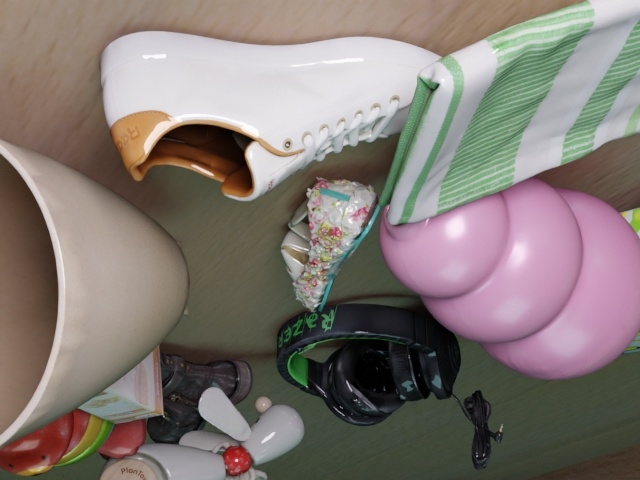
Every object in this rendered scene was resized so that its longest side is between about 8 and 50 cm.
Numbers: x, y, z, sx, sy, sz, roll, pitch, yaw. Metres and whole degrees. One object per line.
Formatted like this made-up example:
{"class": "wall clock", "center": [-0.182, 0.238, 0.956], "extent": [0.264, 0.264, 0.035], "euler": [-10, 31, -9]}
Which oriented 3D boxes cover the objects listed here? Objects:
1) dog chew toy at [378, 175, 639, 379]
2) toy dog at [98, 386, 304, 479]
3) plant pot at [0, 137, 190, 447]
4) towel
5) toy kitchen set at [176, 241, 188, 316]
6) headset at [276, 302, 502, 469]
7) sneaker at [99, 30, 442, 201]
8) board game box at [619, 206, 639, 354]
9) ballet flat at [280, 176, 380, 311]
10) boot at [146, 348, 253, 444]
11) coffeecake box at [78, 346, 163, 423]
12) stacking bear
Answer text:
{"class": "dog chew toy", "center": [0.190, 0.022, 0.985], "extent": [0.331, 0.207, 0.206], "euler": [22, 143, -40]}
{"class": "toy dog", "center": [-0.204, 0.306, 1.424], "extent": [0.333, 0.161, 0.220], "euler": [-11, 149, -44]}
{"class": "plant pot", "center": [-0.237, 0.039, 0.840], "extent": [0.256, 0.257, 0.274], "euler": [-19, 172, 23]}
{"class": "towel", "center": [0.212, -0.116, 0.766], "extent": [0.324, 0.038, 0.248], "euler": [-18, 159, -12]}
{"class": "toy kitchen set", "center": [-0.192, 0.044, 1.025], "extent": [0.068, 0.083, 0.075], "euler": [-23, 154, 30]}
{"class": "headset", "center": [0.114, 0.215, 1.427], "extent": [0.394, 0.185, 0.243], "euler": [24, 143, -35]}
{"class": "sneaker", "center": [-0.018, -0.082, 0.740], "extent": [0.290, 0.123, 0.106], "euler": [-3, 155, -19]}
{"class": "board game box", "center": [0.386, 0.048, 1.134], "extent": [0.275, 0.142, 0.144], "euler": [-18, 157, 41]}
{"class": "ballet flat", "center": [0.000, 0.000, 1.027], "extent": [0.077, 0.091, 0.241], "euler": [24, 149, -1]}
{"class": "boot", "center": [-0.255, 0.229, 1.465], "extent": [0.229, 0.091, 0.263], "euler": [14, 138, -43]}
{"class": "coffeecake box", "center": [-0.248, 0.122, 1.117], "extent": [0.068, 0.142, 0.185], "euler": [-12, 157, 9]}
{"class": "stacking bear", "center": [-0.331, 0.209, 1.177], "extent": [0.175, 0.164, 0.289], "euler": [-8, 175, 0]}
